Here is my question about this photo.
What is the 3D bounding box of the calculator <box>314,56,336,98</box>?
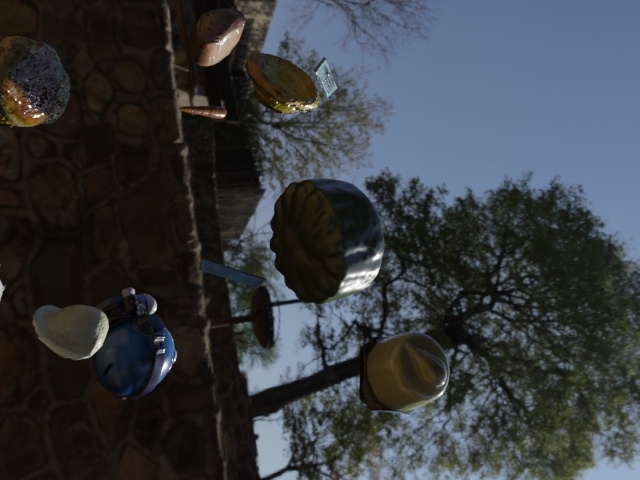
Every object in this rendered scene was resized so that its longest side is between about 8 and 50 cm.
[{"bbox_3d":[0.017,-0.501,1.541,0.018,0.057,0.172,34,-4,19],"label":"calculator"}]

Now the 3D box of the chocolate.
[{"bbox_3d":[0.347,0.513,1.999,0.297,0.325,0.314,116,-18,-57],"label":"chocolate"}]

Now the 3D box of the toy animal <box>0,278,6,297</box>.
[{"bbox_3d":[-0.729,0.107,0.937,0.208,0.204,0.156,-62,-157,-2],"label":"toy animal"}]

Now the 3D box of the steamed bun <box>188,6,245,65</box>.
[{"bbox_3d":[-0.310,-0.612,1.465,0.106,0.175,0.145,47,-29,-2],"label":"steamed bun"}]

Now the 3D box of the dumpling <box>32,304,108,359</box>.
[{"bbox_3d":[-0.603,0.213,1.188,0.126,0.166,0.216,-51,-149,29],"label":"dumpling"}]

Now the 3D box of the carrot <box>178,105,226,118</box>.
[{"bbox_3d":[-0.440,-0.485,1.855,0.048,0.216,0.048,7,-79,38],"label":"carrot"}]

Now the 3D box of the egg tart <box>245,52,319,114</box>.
[{"bbox_3d":[-0.144,-0.542,1.754,0.123,0.294,0.294,-50,-135,36],"label":"egg tart"}]

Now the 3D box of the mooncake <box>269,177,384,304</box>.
[{"bbox_3d":[0.000,0.000,1.421,0.356,0.194,0.357,16,-68,46],"label":"mooncake"}]

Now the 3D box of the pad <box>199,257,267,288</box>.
[{"bbox_3d":[-0.362,0.137,2.013,0.269,0.268,0.012,146,-37,-69],"label":"pad"}]

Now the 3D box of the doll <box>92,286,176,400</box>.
[{"bbox_3d":[-0.572,0.317,1.491,0.310,0.240,0.284,49,-67,26],"label":"doll"}]

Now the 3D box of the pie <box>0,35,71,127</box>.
[{"bbox_3d":[-0.578,-0.308,0.980,0.079,0.163,0.194,36,-40,20],"label":"pie"}]
